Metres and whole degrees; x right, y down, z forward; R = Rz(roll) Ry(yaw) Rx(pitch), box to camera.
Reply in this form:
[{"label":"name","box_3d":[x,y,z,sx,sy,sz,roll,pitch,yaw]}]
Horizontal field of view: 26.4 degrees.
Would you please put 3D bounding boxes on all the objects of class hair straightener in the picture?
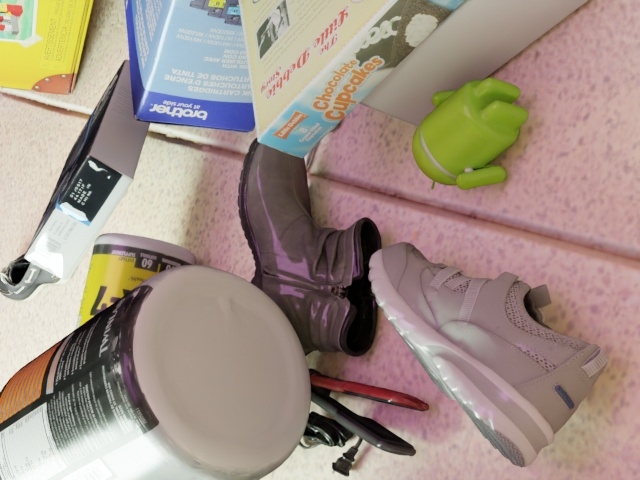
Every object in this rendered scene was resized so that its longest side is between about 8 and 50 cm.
[{"label":"hair straightener","box_3d":[0.012,0.167,1.241,0.230,0.047,0.089,7,81,57]}]

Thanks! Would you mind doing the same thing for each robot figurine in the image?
[{"label":"robot figurine","box_3d":[0.126,-0.093,1.181,0.115,0.067,0.101,-41,52,39]}]

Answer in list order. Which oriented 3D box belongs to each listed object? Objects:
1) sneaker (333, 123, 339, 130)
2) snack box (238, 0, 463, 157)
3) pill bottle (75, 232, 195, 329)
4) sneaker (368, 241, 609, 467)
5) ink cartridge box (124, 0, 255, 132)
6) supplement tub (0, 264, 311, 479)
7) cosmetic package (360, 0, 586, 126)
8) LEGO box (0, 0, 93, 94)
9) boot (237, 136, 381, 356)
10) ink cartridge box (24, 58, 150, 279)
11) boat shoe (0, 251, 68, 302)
[{"label":"sneaker","box_3d":[-0.036,-0.137,1.437,0.118,0.067,0.042,-1,73,55]},{"label":"snack box","box_3d":[0.043,-0.240,1.210,0.322,0.060,0.187,-42,44,39]},{"label":"pill bottle","box_3d":[-0.217,0.105,1.539,0.119,0.119,0.209,-6,71,54]},{"label":"sneaker","box_3d":[0.133,0.072,1.096,0.115,0.105,0.281,-38,35,-3]},{"label":"ink cartridge box","box_3d":[-0.119,-0.308,1.504,0.395,0.151,0.270,114,153,-47]},{"label":"supplement tub","box_3d":[-0.183,0.174,1.304,0.338,0.207,0.207,-32,50,43]},{"label":"cosmetic package","box_3d":[0.162,-0.318,1.209,0.377,0.097,0.284,-35,46,43]},{"label":"LEGO box","box_3d":[-0.481,-0.428,1.811,0.500,0.372,0.193,120,151,-55]},{"label":"boot","box_3d":[0.000,0.000,1.326,0.161,0.083,0.247,-16,69,45]},{"label":"ink cartridge box","box_3d":[-0.264,-0.106,1.653,0.165,0.065,0.333,-54,14,26]},{"label":"boat shoe","box_3d":[-0.413,0.038,1.904,0.206,0.065,0.075,-16,62,52]}]
